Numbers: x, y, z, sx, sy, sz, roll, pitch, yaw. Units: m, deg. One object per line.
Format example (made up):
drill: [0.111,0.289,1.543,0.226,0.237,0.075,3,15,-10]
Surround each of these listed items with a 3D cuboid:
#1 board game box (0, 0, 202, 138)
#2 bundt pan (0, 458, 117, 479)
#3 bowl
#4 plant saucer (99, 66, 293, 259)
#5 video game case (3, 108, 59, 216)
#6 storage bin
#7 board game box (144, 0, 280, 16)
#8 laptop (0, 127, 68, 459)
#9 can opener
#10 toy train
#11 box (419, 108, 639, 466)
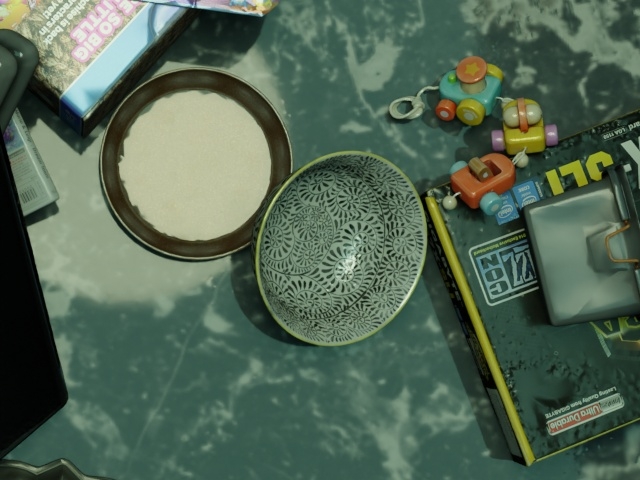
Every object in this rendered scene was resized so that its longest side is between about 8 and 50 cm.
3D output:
board game box: [-0.228,-0.272,1.581,0.291,0.141,0.232,43,82,-4]
bundt pan: [-0.246,0.348,1.554,0.330,0.124,0.331,0,87,-7]
bowl: [0.000,0.000,1.616,0.170,0.080,0.170,-8,106,-31]
plant saucer: [-0.109,-0.066,1.643,0.168,0.029,0.168,1,86,-8]
video game case: [-0.315,-0.067,1.585,0.157,0.019,0.143,-25,90,20]
storage bin: [0.225,0.013,1.582,0.091,0.098,0.135,-14,88,2]
board game box: [-0.092,-0.255,1.510,0.168,0.033,0.133,7,86,-8]
laptop: [-0.444,0.065,1.436,0.408,0.236,0.382,-4,124,6]
can opener: [-0.320,-0.056,1.520,0.093,0.074,0.280,38,117,3]
toy train: [0.132,-0.100,1.623,0.125,0.046,0.166,-26,50,-13]
box: [0.276,0.022,1.668,0.322,0.079,0.257,-21,88,-8]
